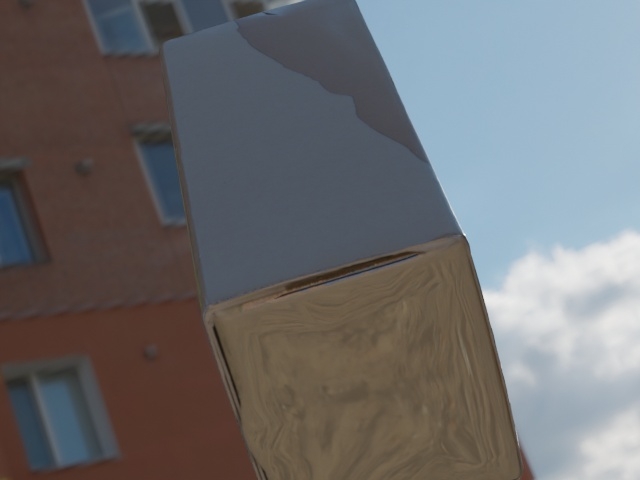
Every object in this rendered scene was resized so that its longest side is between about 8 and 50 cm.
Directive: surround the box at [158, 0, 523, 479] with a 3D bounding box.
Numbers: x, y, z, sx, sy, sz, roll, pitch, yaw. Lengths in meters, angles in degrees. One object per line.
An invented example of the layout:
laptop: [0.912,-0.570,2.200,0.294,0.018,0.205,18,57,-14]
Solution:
box: [0.000,0.000,0.915,0.121,0.311,0.148,-16,-59,-1]
